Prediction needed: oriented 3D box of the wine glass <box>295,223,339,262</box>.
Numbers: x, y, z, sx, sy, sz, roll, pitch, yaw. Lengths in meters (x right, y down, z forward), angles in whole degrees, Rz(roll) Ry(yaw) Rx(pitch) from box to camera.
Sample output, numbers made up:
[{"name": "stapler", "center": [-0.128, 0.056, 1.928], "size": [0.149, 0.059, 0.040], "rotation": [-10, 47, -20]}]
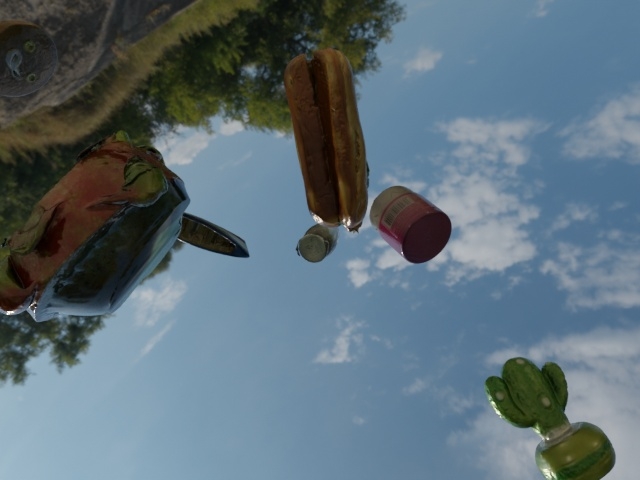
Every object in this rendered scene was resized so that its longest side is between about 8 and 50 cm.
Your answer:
[{"name": "wine glass", "center": [0.000, 0.000, 1.563], "size": [0.111, 0.111, 0.204], "rotation": [-18, -171, 20]}]

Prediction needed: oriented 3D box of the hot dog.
[{"name": "hot dog", "center": [0.021, -0.172, 0.872], "size": [0.135, 0.338, 0.100], "rotation": [-4, -164, 27]}]

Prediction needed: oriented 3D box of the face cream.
[{"name": "face cream", "center": [0.261, -0.051, 1.395], "size": [0.175, 0.175, 0.195], "rotation": [-34, -140, -4]}]

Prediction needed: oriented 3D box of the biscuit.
[{"name": "biscuit", "center": [-0.555, -0.294, 0.791], "size": [0.039, 0.180, 0.236], "rotation": [39, -134, 11]}]

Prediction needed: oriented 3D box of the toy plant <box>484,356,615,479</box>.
[{"name": "toy plant", "center": [0.581, 0.445, 1.209], "size": [0.224, 0.184, 0.316], "rotation": [-27, -109, -17]}]

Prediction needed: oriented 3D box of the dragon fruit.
[{"name": "dragon fruit", "center": [-0.277, -0.011, 0.613], "size": [0.295, 0.130, 0.268], "rotation": [-58, -177, -31]}]

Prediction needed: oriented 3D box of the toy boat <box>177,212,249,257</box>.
[{"name": "toy boat", "center": [-0.262, -0.018, 1.057], "size": [0.080, 0.228, 0.046], "rotation": [-58, -163, 33]}]
